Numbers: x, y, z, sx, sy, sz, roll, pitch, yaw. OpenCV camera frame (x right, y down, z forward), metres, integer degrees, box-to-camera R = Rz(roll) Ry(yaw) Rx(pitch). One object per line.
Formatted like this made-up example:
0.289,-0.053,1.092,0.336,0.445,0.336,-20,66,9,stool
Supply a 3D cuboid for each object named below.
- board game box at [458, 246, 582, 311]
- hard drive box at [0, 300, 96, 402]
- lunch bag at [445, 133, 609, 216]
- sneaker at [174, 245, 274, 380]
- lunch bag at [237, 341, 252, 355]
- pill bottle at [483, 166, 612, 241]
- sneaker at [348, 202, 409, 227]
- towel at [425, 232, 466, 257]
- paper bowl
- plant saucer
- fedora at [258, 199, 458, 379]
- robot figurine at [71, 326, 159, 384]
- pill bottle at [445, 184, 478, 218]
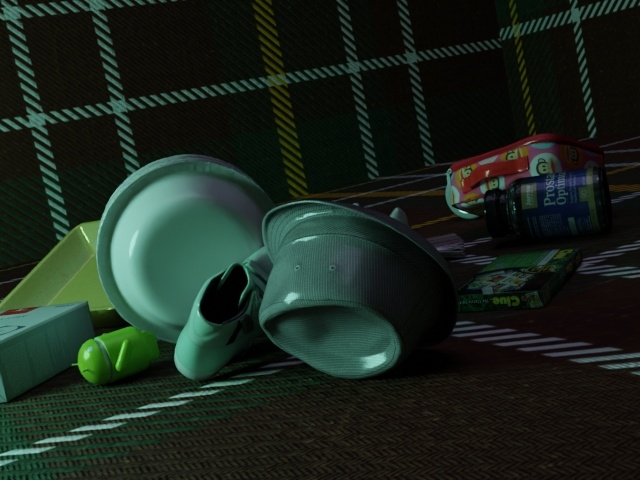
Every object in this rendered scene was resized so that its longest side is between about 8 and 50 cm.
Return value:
0.297,0.056,1.305,0.136,0.030,0.260,-9,8,30,board game box
-0.485,0.172,1.333,0.181,0.089,0.232,-8,8,19,hard drive box
0.411,-0.126,1.800,0.258,0.120,0.293,7,-16,-39,lunch bag
-0.085,0.062,1.150,0.256,0.094,0.151,-50,-8,-40,sneaker
-0.135,0.139,1.225,0.083,0.053,0.071,-28,14,-33,lunch bag
0.423,-0.063,1.627,0.219,0.123,0.123,-8,9,23,pill bottle
0.023,-0.003,1.575,0.297,0.129,0.111,1,-3,6,sneaker
0.204,0.020,1.702,0.144,0.029,0.197,-10,6,4,towel
-0.191,0.018,1.313,0.284,0.284,0.148,-12,13,-10,paper bowl
-0.420,0.069,1.700,0.333,0.081,0.333,-8,31,28,plant saucer
0.022,0.075,1.026,0.275,0.243,0.124,5,45,33,fedora
-0.284,0.160,1.215,0.115,0.067,0.101,-16,12,-33,robot figurine
0.398,-0.128,2.133,0.117,0.117,0.215,-5,10,35,pill bottle
